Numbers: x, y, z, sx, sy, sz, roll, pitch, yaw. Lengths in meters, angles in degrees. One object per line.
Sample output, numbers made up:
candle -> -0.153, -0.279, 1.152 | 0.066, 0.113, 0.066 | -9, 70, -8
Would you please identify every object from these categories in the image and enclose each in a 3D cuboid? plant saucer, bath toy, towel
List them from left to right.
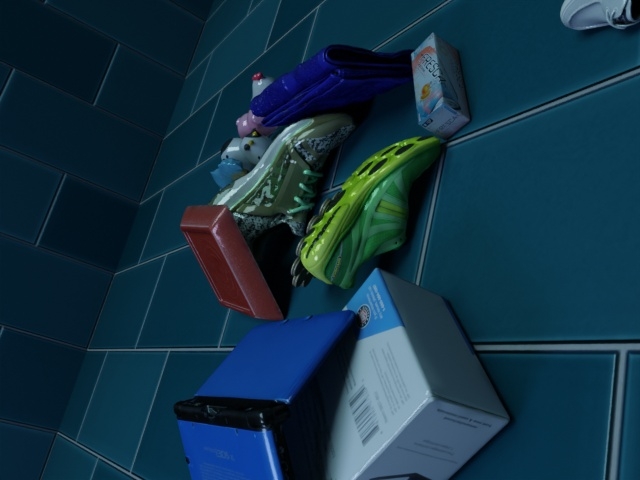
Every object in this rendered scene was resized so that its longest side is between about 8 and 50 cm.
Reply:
plant saucer -> -0.199, 0.051, 1.292 | 0.048, 0.259, 0.258 | -33, 17, -24
bath toy -> -0.163, -0.285, 1.562 | 0.152, 0.129, 0.348 | 4, 57, 20
towel -> 0.025, -0.286, 1.199 | 0.308, 0.228, 0.076 | -11, 87, 58

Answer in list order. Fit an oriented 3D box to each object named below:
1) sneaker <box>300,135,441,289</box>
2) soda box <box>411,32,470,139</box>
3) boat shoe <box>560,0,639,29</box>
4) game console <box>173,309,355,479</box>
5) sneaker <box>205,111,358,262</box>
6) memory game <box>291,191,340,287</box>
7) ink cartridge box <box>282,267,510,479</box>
sneaker -> 0.092, -0.048, 0.994 | 0.295, 0.123, 0.109 | -49, 22, -8
soda box -> 0.194, -0.255, 1.019 | 0.058, 0.063, 0.183 | -40, 37, 40
boat shoe -> 0.372, -0.288, 0.744 | 0.184, 0.066, 0.063 | -8, 61, 48
game console -> -0.064, 0.245, 0.839 | 0.293, 0.174, 0.250 | -19, 84, 56
sneaker -> -0.056, -0.099, 1.306 | 0.410, 0.158, 0.182 | -40, 75, 23
memory game -> 0.000, 0.000, 1.080 | 0.186, 0.012, 0.186 | -53, -20, -29
ink cartridge box -> 0.059, 0.228, 0.802 | 0.307, 0.129, 0.223 | -54, 30, 23
